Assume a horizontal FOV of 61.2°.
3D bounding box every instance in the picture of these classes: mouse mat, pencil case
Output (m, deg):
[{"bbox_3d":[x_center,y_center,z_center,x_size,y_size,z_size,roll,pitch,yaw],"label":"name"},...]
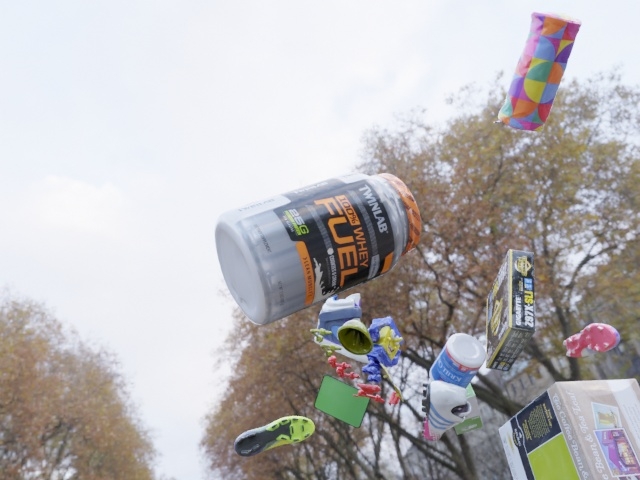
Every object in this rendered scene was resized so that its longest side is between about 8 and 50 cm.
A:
[{"bbox_3d":[0.078,0.586,1.971,0.007,0.190,0.152,-27,-43,-67],"label":"mouse mat"},{"bbox_3d":[0.434,-0.335,1.090,0.105,0.104,0.236,0,-58,-23],"label":"pencil case"}]

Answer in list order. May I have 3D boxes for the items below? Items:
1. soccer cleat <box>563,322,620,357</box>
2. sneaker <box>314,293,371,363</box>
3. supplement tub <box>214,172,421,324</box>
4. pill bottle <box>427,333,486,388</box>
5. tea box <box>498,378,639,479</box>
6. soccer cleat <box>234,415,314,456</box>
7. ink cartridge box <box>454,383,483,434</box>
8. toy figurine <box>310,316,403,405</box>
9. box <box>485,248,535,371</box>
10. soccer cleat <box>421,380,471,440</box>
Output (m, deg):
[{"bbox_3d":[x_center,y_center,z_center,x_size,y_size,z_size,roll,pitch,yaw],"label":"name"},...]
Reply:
[{"bbox_3d":[0.802,0.289,1.569,0.095,0.082,0.248,-7,-22,-8],"label":"soccer cleat"},{"bbox_3d":[0.146,0.330,2.097,0.323,0.236,0.130,17,-2,20],"label":"sneaker"},{"bbox_3d":[0.000,0.000,0.910,0.316,0.193,0.193,-21,-26,-25],"label":"supplement tub"},{"bbox_3d":[0.415,0.404,1.686,0.124,0.124,0.221,-1,-48,-21],"label":"pill bottle"},{"bbox_3d":[0.622,0.540,1.260,0.220,0.328,0.323,0,-37,-11],"label":"tea box"},{"bbox_3d":[-0.165,0.690,1.921,0.289,0.093,0.121,-14,-15,-11],"label":"soccer cleat"},{"bbox_3d":[0.538,0.637,2.040,0.109,0.062,0.209,-20,-55,4],"label":"ink cartridge box"},{"bbox_3d":[0.149,0.297,1.613,0.191,0.217,0.362,-4,-50,37],"label":"toy figurine"},{"bbox_3d":[0.569,0.217,1.636,0.080,0.257,0.322,9,-31,9],"label":"box"},{"bbox_3d":[0.381,0.533,1.643,0.143,0.115,0.331,3,-37,14],"label":"soccer cleat"}]
